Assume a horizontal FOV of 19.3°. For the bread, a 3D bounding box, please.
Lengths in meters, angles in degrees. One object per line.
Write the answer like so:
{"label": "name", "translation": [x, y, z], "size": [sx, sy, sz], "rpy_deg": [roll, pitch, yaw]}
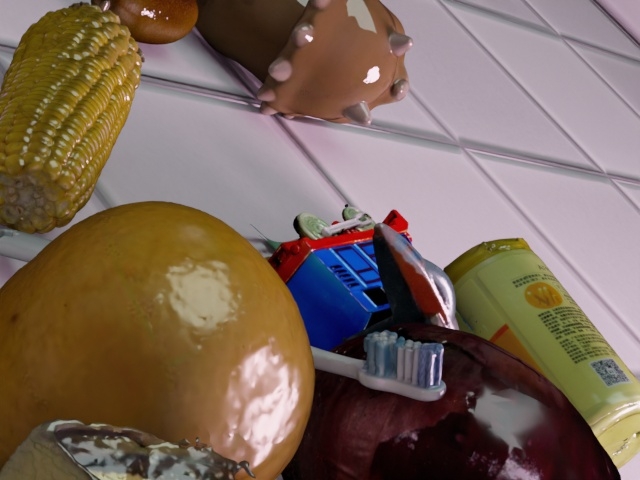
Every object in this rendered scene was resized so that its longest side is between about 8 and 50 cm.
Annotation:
{"label": "bread", "translation": [-0.123, 0.177, 1.001], "size": [0.152, 0.147, 0.127], "rpy_deg": [25, 36, -17]}

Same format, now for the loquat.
{"label": "loquat", "translation": [-0.106, 0.079, 1.125], "size": [0.208, 0.208, 0.208], "rpy_deg": [33, 21, -15]}

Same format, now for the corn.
{"label": "corn", "translation": [-0.206, -0.096, 1.475], "size": [0.106, 0.106, 0.305], "rpy_deg": [33, 26, -14]}

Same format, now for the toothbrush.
{"label": "toothbrush", "translation": [-0.082, 0.045, 1.248], "size": [0.386, 0.040, 0.040], "rpy_deg": [14, 5, 33]}

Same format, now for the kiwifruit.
{"label": "kiwifruit", "translation": [-0.172, -0.228, 1.840], "size": [0.075, 0.075, 0.124], "rpy_deg": [49, 26, 25]}

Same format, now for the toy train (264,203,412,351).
{"label": "toy train", "translation": [0.026, 0.039, 1.606], "size": [0.131, 0.082, 0.204], "rpy_deg": [45, 23, 16]}

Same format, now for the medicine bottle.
{"label": "medicine bottle", "translation": [0.195, 0.103, 1.709], "size": [0.124, 0.124, 0.239], "rpy_deg": [14, 31, -49]}

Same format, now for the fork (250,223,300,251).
{"label": "fork", "translation": [-0.001, 0.001, 1.726], "size": [0.039, 0.021, 0.235], "rpy_deg": [51, 22, 18]}

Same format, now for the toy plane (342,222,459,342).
{"label": "toy plane", "translation": [0.086, 0.099, 1.449], "size": [0.326, 0.104, 0.223], "rpy_deg": [54, 12, -43]}

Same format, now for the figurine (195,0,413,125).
{"label": "figurine", "translation": [-0.021, -0.217, 1.922], "size": [0.247, 0.177, 0.173], "rpy_deg": [50, 2, -4]}

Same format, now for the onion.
{"label": "onion", "translation": [0.081, 0.176, 1.265], "size": [0.252, 0.219, 0.252], "rpy_deg": [22, -20, 8]}
